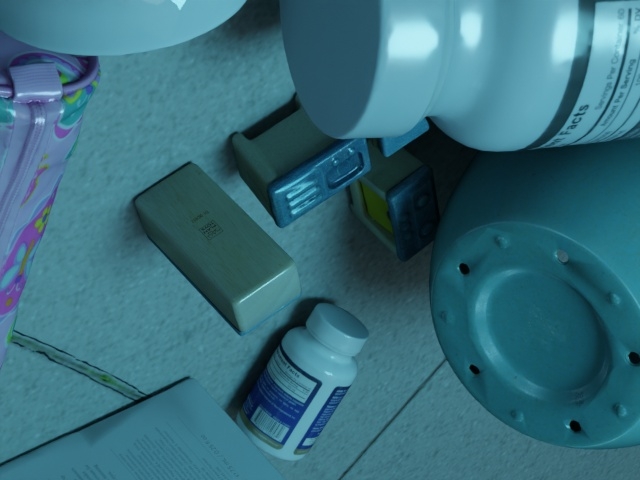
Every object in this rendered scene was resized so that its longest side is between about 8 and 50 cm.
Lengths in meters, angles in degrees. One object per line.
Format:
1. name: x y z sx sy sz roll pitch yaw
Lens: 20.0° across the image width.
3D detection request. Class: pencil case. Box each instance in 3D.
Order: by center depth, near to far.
1. pencil case: -0.216 -0.003 1.066 0.124 0.124 0.284 -9 131 -42

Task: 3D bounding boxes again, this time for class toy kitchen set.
1. toy kitchen set: 0.000 0.000 1.297 0.207 0.122 0.166 -34 145 -16

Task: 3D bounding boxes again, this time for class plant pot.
1. plant pot: 0.217 0.019 1.347 0.235 0.293 0.293 -37 150 -43

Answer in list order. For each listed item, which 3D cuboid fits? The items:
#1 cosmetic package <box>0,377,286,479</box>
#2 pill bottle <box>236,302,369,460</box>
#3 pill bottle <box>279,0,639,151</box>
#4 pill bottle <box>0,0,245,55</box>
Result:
1. cosmetic package: -0.105 0.292 1.262 0.284 0.377 0.097 -22 139 -31
2. pill bottle: -0.012 0.111 1.452 0.067 0.067 0.120 7 121 -50
3. pill bottle: 0.171 -0.167 1.173 0.363 0.210 0.210 -6 133 -20
4. pill bottle: -0.108 -0.260 0.813 0.188 0.188 0.334 -26 134 -27
